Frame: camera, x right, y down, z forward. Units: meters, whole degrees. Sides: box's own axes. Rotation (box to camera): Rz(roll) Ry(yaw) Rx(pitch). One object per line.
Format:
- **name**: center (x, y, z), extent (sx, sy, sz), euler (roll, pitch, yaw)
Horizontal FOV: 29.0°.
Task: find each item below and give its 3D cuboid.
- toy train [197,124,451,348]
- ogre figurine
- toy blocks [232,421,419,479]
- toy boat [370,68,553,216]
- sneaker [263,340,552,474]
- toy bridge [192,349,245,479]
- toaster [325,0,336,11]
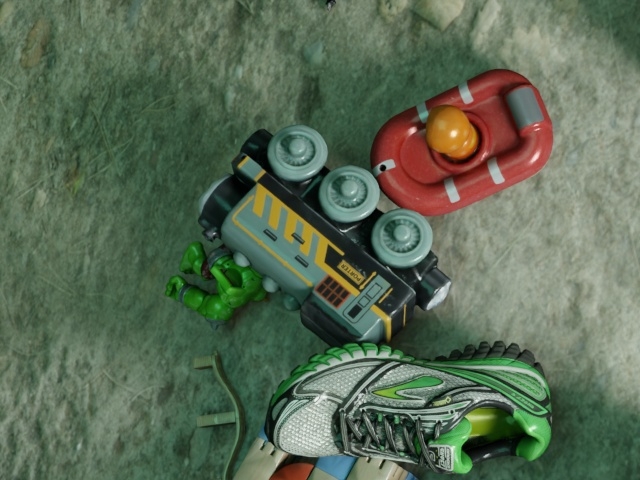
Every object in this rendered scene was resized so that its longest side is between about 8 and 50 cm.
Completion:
- **toy train**: center (0.000, 0.000, 1.563), extent (0.334, 0.142, 0.190), euler (40, 74, 15)
- **ogre figurine**: center (-0.125, 0.037, 1.674), extent (0.197, 0.097, 0.118), euler (-35, 57, 2)
- **toy blocks**: center (0.019, 0.364, 1.521), extent (0.381, 0.191, 0.261), euler (23, 77, 34)
- **toy boat**: center (0.167, -0.128, 1.547), extent (0.231, 0.151, 0.151), euler (-25, 71, 17)
- **sneaker**: center (0.105, 0.201, 1.441), extent (0.343, 0.146, 0.134), euler (-6, 120, -2)
- **toy bridge**: center (-0.135, 0.242, 1.677), extent (0.063, 0.026, 0.188), euler (-10, 76, 19)
- **toaster**: center (0.049, -0.438, 1.679), extent (0.168, 0.110, 0.186), euler (-17, 74, 20)
